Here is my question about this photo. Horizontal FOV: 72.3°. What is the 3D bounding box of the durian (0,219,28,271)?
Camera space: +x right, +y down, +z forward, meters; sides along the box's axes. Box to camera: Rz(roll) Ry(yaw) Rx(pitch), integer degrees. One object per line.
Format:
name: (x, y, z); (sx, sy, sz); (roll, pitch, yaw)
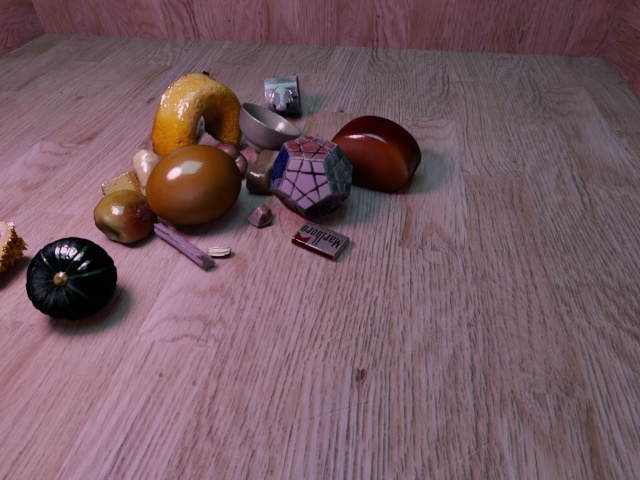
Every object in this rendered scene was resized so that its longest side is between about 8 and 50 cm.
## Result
durian: (-1.113, 0.075, 1.417); (0.304, 0.186, 0.196); (-11, 62, -4)

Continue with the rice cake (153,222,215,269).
rice cake: (-0.478, 0.012, 1.516); (0.290, 0.081, 0.051); (29, 63, 29)

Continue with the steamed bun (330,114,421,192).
steamed bun: (0.213, -0.368, 1.794); (0.379, 0.248, 0.235); (17, 45, 20)

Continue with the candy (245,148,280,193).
candy: (-0.226, -0.291, 1.826); (0.104, 0.102, 0.234); (9, 41, 11)

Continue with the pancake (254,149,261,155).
pancake: (-0.249, -0.420, 2.032); (0.114, 0.011, 0.115); (-1, 42, 1)

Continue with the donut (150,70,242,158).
donut: (-0.508, -0.501, 1.872); (0.163, 0.378, 0.435); (27, 54, 27)

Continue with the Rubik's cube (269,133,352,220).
Rubik's cube: (-0.035, -0.234, 1.639); (0.264, 0.319, 0.319); (13, 37, -25)

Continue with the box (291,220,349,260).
box: (0.000, 0.000, 1.551); (0.177, 0.036, 0.115); (23, 48, 23)

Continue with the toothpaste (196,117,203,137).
toothpaste: (-0.636, -0.480, 2.073); (0.113, 0.073, 0.299); (8, 51, 8)

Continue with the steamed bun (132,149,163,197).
steamed bun: (-0.631, -0.258, 1.712); (0.110, 0.212, 0.231); (-18, 39, 25)

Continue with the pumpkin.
pumpkin: (-0.739, 0.116, 1.331); (0.247, 0.248, 0.248); (-1, 42, 0)

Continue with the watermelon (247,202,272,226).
watermelon: (-0.230, -0.099, 1.641); (0.092, 0.072, 0.084); (-8, 25, -1)

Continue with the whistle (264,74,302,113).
whistle: (-0.185, -0.748, 2.306); (0.168, 0.188, 0.405); (-4, 9, 4)

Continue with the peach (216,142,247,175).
peach: (-0.390, -0.340, 1.861); (0.152, 0.152, 0.152); (-1, 42, 0)

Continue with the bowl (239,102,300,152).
bowl: (-0.245, -0.478, 1.947); (0.289, 0.146, 0.289); (26, 24, -13)

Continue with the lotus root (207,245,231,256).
lotus root: (-0.349, 0.040, 1.518); (0.083, 0.030, 0.038); (-3, 74, 2)

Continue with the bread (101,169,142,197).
bread: (-0.763, -0.191, 1.698); (0.147, 0.152, 0.127); (-30, 39, -29)

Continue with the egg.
egg: (-0.457, -0.200, 1.597); (0.351, 0.283, 0.282); (-26, 48, -21)

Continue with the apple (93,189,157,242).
apple: (-0.697, -0.093, 1.579); (0.207, 0.174, 0.188); (29, 51, 8)
